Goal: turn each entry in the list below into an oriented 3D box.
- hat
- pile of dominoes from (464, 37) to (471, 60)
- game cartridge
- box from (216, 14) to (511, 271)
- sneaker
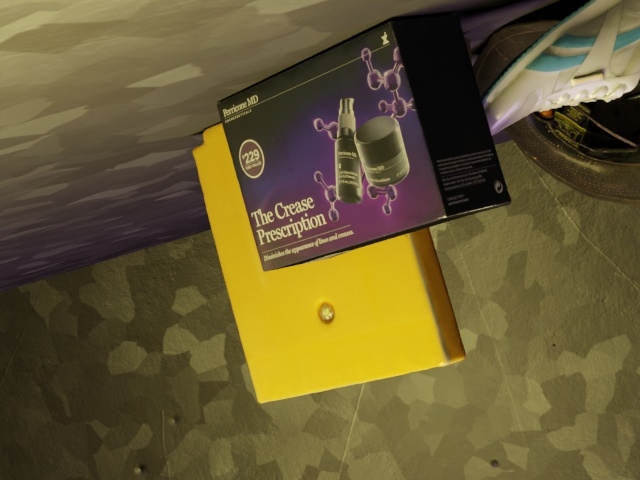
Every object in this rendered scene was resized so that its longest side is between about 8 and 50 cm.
[{"bbox_3d":[0.332,-0.175,1.438,0.134,0.331,0.331,-57,-165,-21],"label":"hat"},{"bbox_3d":[0.129,-0.105,1.420,0.040,0.195,0.251,9,171,-14],"label":"pile of dominoes"},{"bbox_3d":[0.000,0.000,1.420,0.285,0.323,0.053,-17,176,42],"label":"game cartridge"},{"bbox_3d":[0.034,-0.087,1.256,0.103,0.184,0.261,-11,175,-43],"label":"box"},{"bbox_3d":[0.243,-0.162,1.224,0.229,0.092,0.087,-36,-178,1],"label":"sneaker"}]
